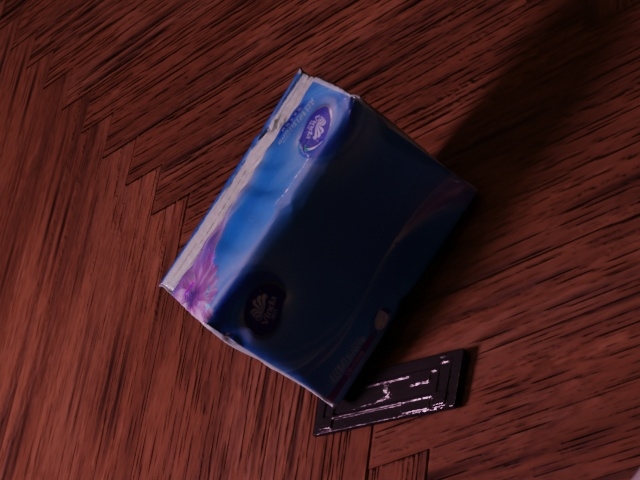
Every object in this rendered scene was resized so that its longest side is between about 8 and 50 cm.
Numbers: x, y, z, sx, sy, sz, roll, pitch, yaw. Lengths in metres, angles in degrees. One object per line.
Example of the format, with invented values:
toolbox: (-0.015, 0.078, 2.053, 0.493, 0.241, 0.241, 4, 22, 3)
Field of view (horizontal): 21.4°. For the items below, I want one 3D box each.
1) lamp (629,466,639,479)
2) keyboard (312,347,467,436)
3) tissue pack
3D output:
lamp: (0.300, 0.179, 1.194, 0.246, 0.108, 0.179, -51, 28, 17)
keyboard: (0.065, 0.150, 1.645, 0.204, 0.013, 0.061, -19, 49, 47)
tissue pack: (0.000, 0.000, 1.676, 0.263, 0.198, 0.146, -56, 32, -1)
